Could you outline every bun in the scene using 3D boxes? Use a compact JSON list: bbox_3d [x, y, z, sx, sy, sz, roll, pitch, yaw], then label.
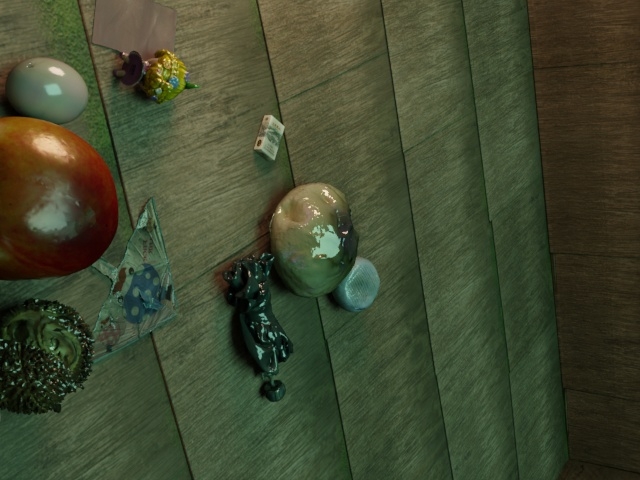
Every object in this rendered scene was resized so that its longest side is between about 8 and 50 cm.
[{"bbox_3d":[-0.001,0.005,1.875,0.273,0.168,0.273,-7,98,-62],"label":"bun"},{"bbox_3d":[0.079,0.107,2.069,0.140,0.083,0.141,-8,102,-44],"label":"bun"}]

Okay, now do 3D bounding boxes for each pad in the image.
[{"bbox_3d":[-0.331,-0.385,1.505,0.187,0.006,0.113,7,88,-53],"label":"pad"}]

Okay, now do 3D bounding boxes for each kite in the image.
[{"bbox_3d":[-0.353,0.076,1.511,0.314,0.011,0.336,43,58,-48],"label":"kite"}]

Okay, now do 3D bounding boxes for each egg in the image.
[{"bbox_3d":[-0.423,-0.231,1.301,0.135,0.103,0.103,6,88,-56],"label":"egg"}]

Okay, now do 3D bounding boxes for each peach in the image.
[{"bbox_3d":[-0.421,-0.051,1.261,0.249,0.245,0.274,-60,160,14],"label":"peach"}]

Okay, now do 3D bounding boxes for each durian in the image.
[{"bbox_3d":[-0.428,0.191,1.288,0.196,0.166,0.196,-31,127,-52],"label":"durian"}]

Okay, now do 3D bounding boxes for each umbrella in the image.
[{"bbox_3d":[-0.118,0.193,1.787,0.143,0.094,0.349,-33,121,-44],"label":"umbrella"}]

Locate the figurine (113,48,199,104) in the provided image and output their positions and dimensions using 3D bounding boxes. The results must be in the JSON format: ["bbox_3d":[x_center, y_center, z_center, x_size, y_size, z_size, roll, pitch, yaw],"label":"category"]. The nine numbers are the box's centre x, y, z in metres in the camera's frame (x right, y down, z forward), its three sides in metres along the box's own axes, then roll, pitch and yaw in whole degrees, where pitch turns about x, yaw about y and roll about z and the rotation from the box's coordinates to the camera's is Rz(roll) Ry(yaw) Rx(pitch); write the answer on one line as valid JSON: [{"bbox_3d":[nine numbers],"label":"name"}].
[{"bbox_3d":[-0.275,-0.287,1.501,0.156,0.115,0.095,7,115,-60],"label":"figurine"}]

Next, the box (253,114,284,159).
[{"bbox_3d":[-0.111,-0.223,1.816,0.054,0.024,0.083,35,65,-49],"label":"box"}]
